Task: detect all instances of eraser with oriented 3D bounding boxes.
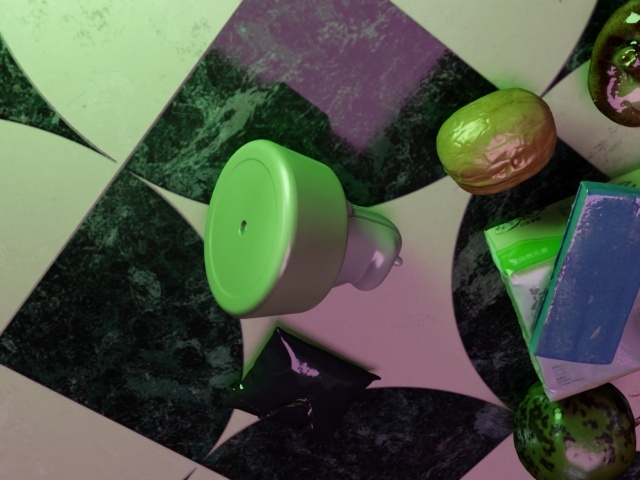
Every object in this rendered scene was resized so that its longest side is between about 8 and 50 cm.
[{"bbox_3d":[0.447,0.060,1.375,0.144,0.042,0.312,9,115,-6],"label":"eraser"}]

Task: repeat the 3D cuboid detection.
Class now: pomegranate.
[{"bbox_3d":[0.499,0.363,1.681,0.254,0.254,0.270,-10,103,2],"label":"pomegranate"}]

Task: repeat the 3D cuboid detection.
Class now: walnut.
[{"bbox_3d":[0.294,-0.163,1.409,0.197,0.165,0.165,-21,119,11],"label":"walnut"}]

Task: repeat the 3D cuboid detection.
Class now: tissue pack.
[{"bbox_3d":[0.539,0.064,1.527,0.405,0.205,0.332,-22,119,9],"label":"tissue pack"}]

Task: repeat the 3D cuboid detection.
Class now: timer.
[{"bbox_3d":[0.000,0.000,1.446,0.315,0.291,0.291,9,121,-34],"label":"timer"}]

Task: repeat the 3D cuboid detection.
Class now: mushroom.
[{"bbox_3d":[0.536,-0.297,1.374,0.194,0.138,0.231,3,131,-21],"label":"mushroom"}]

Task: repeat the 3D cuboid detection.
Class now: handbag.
[{"bbox_3d":[-0.039,0.298,1.687,0.254,0.089,0.211,28,112,-23],"label":"handbag"}]

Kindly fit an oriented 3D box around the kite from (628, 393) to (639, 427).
[{"bbox_3d":[0.742,0.344,1.816,0.244,0.006,0.198,-36,116,15],"label":"kite"}]
